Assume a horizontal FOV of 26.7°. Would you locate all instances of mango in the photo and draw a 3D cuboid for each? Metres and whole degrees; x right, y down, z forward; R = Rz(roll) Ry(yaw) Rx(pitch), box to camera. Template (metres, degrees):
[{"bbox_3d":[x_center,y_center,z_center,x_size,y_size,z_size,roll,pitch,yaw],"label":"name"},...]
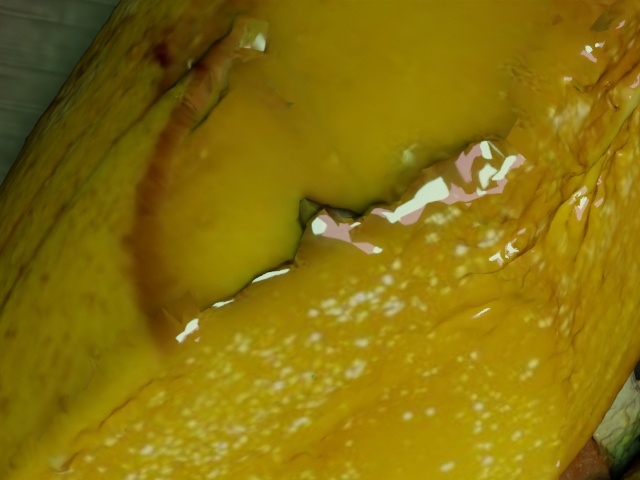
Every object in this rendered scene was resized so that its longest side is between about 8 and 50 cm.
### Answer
[{"bbox_3d":[0.000,0.000,0.432,0.201,0.199,0.350,43,94,-6],"label":"mango"}]

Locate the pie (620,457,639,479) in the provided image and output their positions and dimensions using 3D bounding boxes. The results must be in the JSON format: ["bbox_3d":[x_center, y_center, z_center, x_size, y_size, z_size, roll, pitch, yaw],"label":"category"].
[{"bbox_3d":[0.137,0.207,0.577,0.315,0.092,0.315,-27,133,-33],"label":"pie"}]

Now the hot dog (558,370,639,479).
[{"bbox_3d":[0.039,0.093,0.546,0.213,0.103,0.146,-29,139,-14],"label":"hot dog"}]
